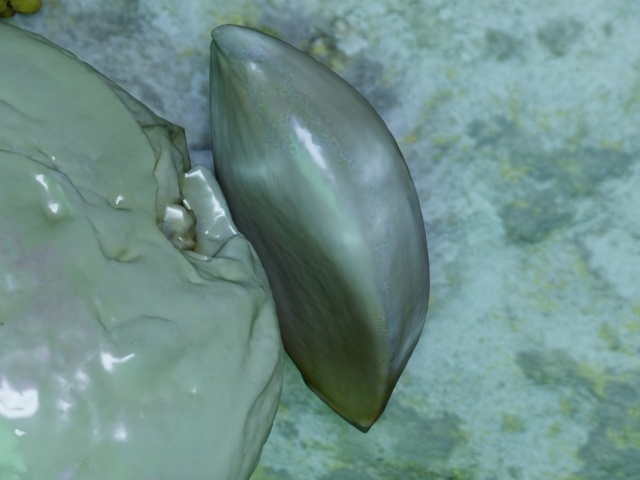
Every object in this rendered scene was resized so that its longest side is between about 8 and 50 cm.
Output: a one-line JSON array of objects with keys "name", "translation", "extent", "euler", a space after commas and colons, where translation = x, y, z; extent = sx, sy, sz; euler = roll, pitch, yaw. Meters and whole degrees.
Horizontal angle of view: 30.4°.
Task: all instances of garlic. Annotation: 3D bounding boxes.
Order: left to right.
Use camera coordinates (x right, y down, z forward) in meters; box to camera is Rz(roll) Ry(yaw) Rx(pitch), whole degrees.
[{"name": "garlic", "translation": [0.007, 0.002, 0.764], "extent": [0.143, 0.112, 0.318], "euler": [23, 135, 38]}]

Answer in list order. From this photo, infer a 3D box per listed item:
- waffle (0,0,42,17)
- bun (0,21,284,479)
[{"name": "waffle", "translation": [-0.247, -0.270, 0.720], "extent": [0.260, 0.069, 0.293], "euler": [-15, 114, 27]}, {"name": "bun", "translation": [-0.145, 0.031, 0.711], "extent": [0.213, 0.361, 0.361], "euler": [-24, 111, 1]}]
